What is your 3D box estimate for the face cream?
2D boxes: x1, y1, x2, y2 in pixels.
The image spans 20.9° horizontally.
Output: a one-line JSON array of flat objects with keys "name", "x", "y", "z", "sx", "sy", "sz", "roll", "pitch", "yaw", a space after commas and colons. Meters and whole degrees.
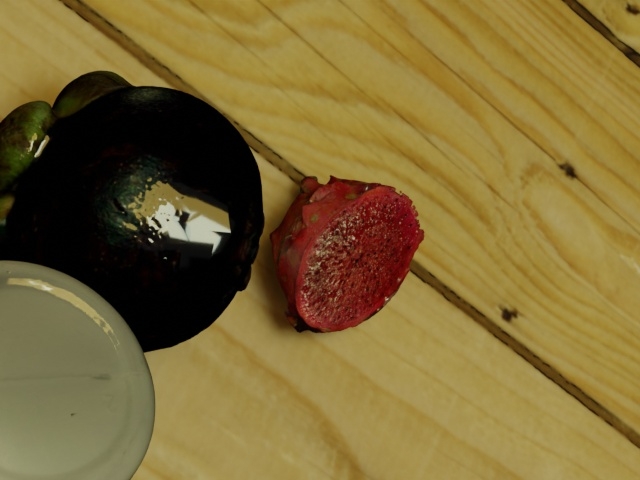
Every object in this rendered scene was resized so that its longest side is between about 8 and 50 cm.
[{"name": "face cream", "x": -0.243, "y": 0.140, "z": 1.277, "sx": 0.201, "sy": 0.187, "sz": 0.201, "roll": 15, "pitch": 54, "yaw": -22}]

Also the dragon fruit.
[{"name": "dragon fruit", "x": 0.000, "y": 0.000, "z": 1.544, "sx": 0.153, "sy": 0.111, "sz": 0.153, "roll": -22, "pitch": 129, "yaw": -30}]

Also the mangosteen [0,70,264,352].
[{"name": "mangosteen", "x": -0.161, "y": -0.024, "z": 1.388, "sx": 0.243, "sy": 0.243, "sz": 0.243, "roll": 8, "pitch": 73, "yaw": -28}]
